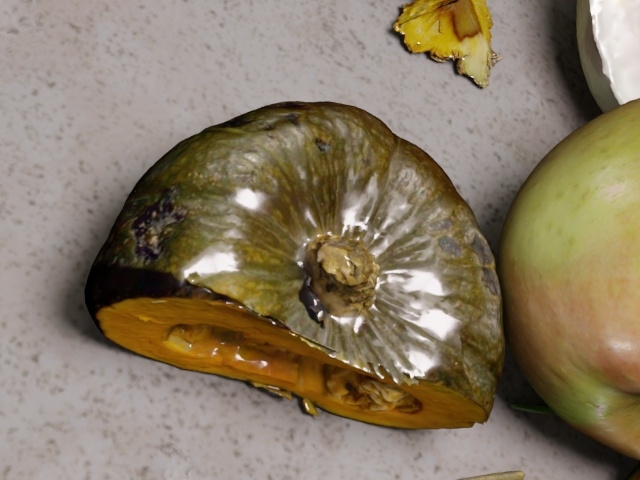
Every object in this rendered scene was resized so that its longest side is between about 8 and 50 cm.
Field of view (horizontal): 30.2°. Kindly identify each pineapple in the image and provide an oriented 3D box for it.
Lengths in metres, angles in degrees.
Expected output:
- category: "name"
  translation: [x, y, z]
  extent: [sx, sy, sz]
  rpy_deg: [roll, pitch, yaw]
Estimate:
- category: "pineapple"
  translation: [0.141, -0.202, 1.154]
  extent: [0.114, 0.077, 0.114]
  rpy_deg: [-39, 100, -26]

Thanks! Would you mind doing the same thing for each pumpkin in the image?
- category: "pumpkin"
  translation: [0.000, 0.000, 0.910]
  extent: [0.325, 0.242, 0.232]
  rpy_deg: [19, 71, -19]

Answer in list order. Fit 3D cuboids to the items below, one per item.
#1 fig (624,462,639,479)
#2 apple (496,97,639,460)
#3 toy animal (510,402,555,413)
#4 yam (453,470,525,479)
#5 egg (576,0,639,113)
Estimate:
- category: "fig"
  translation: [0.305, 0.222, 1.021]
  extent: [0.109, 0.103, 0.155]
  rpy_deg: [22, 68, -38]
- category: "apple"
  translation: [0.302, 0.028, 0.947]
  extent: [0.319, 0.319, 0.277]
  rpy_deg: [28, 62, -9]
- category: "toy animal"
  translation: [0.274, 0.153, 1.075]
  extent: [0.216, 0.041, 0.075]
  rpy_deg: [-14, 76, -22]
- category: "yam"
  translation: [0.127, 0.207, 1.003]
  extent: [0.107, 0.014, 0.014]
  rpy_deg: [-3, 70, -24]
- category: "egg"
  translation: [0.383, -0.217, 1.181]
  extent: [0.337, 0.201, 0.337]
  rpy_deg: [0, 91, -10]
